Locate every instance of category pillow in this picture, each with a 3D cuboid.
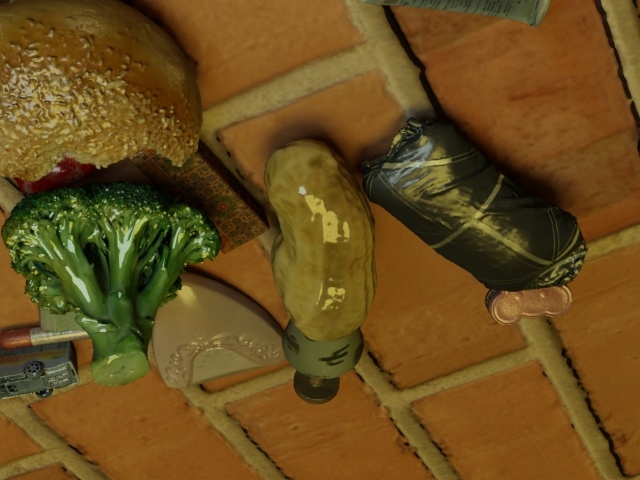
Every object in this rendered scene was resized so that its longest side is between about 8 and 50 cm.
[{"bbox_3d":[0.206,-0.035,1.602,0.335,0.092,0.161,36,126,-23],"label":"pillow"}]

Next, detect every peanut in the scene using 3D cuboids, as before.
[{"bbox_3d":[0.000,0.000,1.586,0.147,0.147,0.305,-5,130,-3],"label":"peanut"}]

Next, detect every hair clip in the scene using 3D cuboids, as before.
[{"bbox_3d":[0.294,0.041,1.711,0.123,0.102,0.138,-3,137,-7],"label":"hair clip"}]

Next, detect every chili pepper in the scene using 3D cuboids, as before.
[{"bbox_3d":[-0.320,-0.100,1.500,0.123,0.070,0.073,-27,150,17],"label":"chili pepper"}]

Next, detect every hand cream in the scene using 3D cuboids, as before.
[{"bbox_3d":[0.144,-0.286,1.376,0.256,0.055,0.088,2,129,-14],"label":"hand cream"}]

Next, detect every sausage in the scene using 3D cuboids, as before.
[{"bbox_3d":[-0.366,0.132,1.769,0.223,0.029,0.029,-7,137,0],"label":"sausage"}]

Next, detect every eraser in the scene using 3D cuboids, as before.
[{"bbox_3d":[-0.169,0.133,1.774,0.204,0.059,0.243,-15,141,8],"label":"eraser"}]

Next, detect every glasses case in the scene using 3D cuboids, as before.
[{"bbox_3d":[-0.156,-0.072,1.564,0.075,0.049,0.218,-29,134,14],"label":"glasses case"}]

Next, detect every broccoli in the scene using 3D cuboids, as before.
[{"bbox_3d":[-0.260,0.046,1.480,0.269,0.269,0.254,20,132,-27],"label":"broccoli"}]

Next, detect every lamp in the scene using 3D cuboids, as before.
[{"bbox_3d":[0.002,0.160,1.786,0.121,0.121,0.214,-2,142,-6],"label":"lamp"}]

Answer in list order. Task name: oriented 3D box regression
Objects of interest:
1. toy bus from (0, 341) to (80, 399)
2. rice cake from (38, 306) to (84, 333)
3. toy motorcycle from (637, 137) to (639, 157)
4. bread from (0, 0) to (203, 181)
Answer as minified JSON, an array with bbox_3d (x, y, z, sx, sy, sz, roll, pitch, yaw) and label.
[{"bbox_3d":[-0.453,0.193,1.788,0.191,0.075,0.064,-9,139,1],"label":"toy bus"},{"bbox_3d":[-0.354,0.047,1.670,0.080,0.042,0.221,2,136,-4],"label":"rice cake"},{"bbox_3d":[0.555,-0.136,1.561,0.204,0.108,0.239,31,150,-28],"label":"toy motorcycle"},{"bbox_3d":[-0.272,-0.175,1.351,0.314,0.171,0.192,7,139,-16],"label":"bread"}]
